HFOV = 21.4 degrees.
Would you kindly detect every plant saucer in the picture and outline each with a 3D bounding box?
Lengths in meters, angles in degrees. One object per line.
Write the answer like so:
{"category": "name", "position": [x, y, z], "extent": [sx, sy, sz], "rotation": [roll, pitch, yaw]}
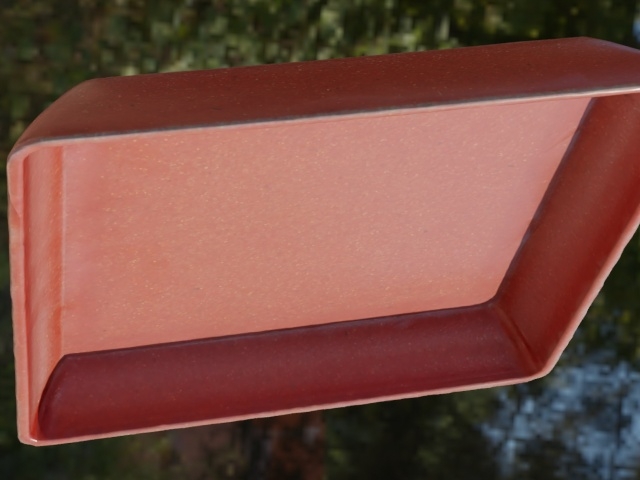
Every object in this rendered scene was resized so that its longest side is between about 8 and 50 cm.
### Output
{"category": "plant saucer", "position": [0.000, 0.000, 0.704], "extent": [0.258, 0.259, 0.047], "rotation": [106, -24, -59]}
